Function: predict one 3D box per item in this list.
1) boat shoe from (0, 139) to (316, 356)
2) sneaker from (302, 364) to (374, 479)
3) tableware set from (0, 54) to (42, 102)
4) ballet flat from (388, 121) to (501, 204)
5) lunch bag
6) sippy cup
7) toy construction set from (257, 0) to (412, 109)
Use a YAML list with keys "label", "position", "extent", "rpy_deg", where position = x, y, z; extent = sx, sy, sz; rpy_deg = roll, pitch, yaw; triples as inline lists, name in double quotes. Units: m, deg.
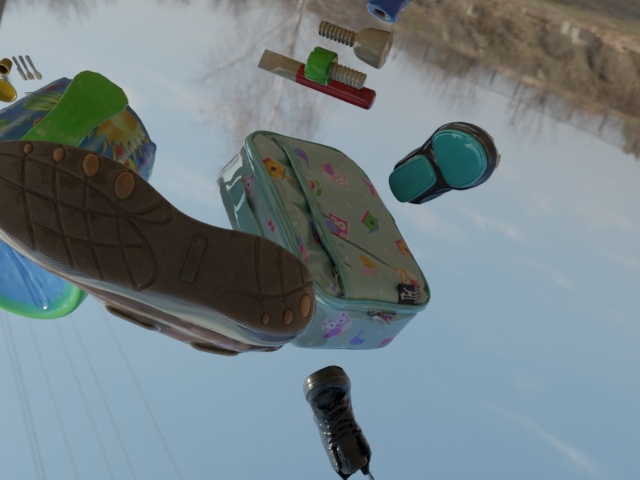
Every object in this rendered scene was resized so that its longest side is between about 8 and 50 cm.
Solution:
- label: "boat shoe"
  position: [-0.166, 0.024, 0.741]
  extent: [0.324, 0.116, 0.123]
  rpy_deg: [28, -127, -11]
- label: "sneaker"
  position: [0.025, 0.204, 0.872]
  extent: [0.051, 0.170, 0.089]
  rpy_deg: [-23, -123, -10]
- label: "tableware set"
  position: [-0.476, -0.224, 1.297]
  extent: [0.104, 0.154, 0.024]
  rpy_deg: [0, -132, 14]
- label: "ballet flat"
  position: [0.140, -0.085, 0.853]
  extent: [0.074, 0.074, 0.203]
  rpy_deg: [16, 167, -17]
- label: "lunch bag"
  position: [0.000, 0.000, 0.992]
  extent: [0.224, 0.108, 0.279]
  rpy_deg: [12, -137, -46]
- label: "sippy cup"
  position: [-0.313, -0.067, 0.951]
  extent: [0.305, 0.240, 0.224]
  rpy_deg: [-2, -141, 30]
- label: "toy construction set"
  position: [-0.012, -0.318, 0.856]
  extent: [0.237, 0.309, 0.257]
  rpy_deg: [22, -159, 13]
